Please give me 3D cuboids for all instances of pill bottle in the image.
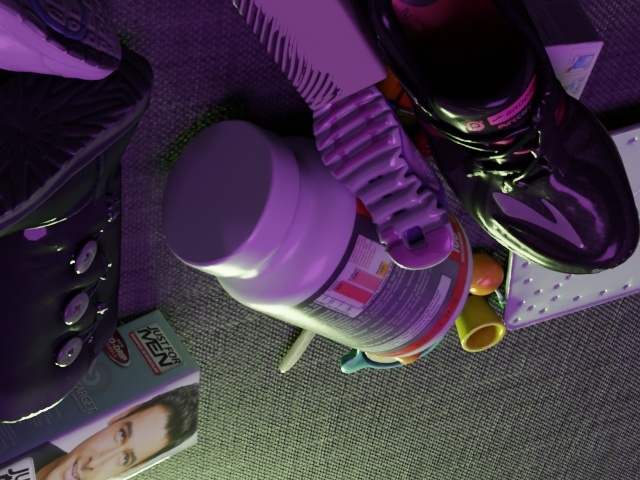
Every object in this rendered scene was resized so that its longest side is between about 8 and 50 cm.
[{"bbox_3d":[0.000,0.000,1.753,0.210,0.210,0.363,-40,142,22],"label":"pill bottle"}]

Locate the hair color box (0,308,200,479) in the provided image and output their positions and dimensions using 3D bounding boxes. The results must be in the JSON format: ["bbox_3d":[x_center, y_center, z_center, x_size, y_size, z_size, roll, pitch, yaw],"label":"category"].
[{"bbox_3d":[-0.341,0.252,1.901,0.374,0.113,0.185,-25,148,-23],"label":"hair color box"}]

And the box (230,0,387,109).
[{"bbox_3d":[-0.031,-0.256,1.487,0.094,0.113,0.275,-23,144,13],"label":"box"}]

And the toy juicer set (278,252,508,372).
[{"bbox_3d":[0.114,0.108,2.060,0.329,0.089,0.209,-11,143,-15],"label":"toy juicer set"}]

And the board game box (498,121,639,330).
[{"bbox_3d":[0.437,-0.052,2.065,0.390,0.050,0.390,-16,144,-9],"label":"board game box"}]

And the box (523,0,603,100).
[{"bbox_3d":[0.229,-0.187,1.721,0.103,0.114,0.203,-8,143,-20],"label":"box"}]

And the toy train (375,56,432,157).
[{"bbox_3d":[0.102,-0.211,1.645,0.143,0.105,0.248,10,135,-19],"label":"toy train"}]

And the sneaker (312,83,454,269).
[{"bbox_3d":[0.074,-0.086,1.646,0.095,0.104,0.236,-24,105,24],"label":"sneaker"}]

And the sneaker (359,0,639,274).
[{"bbox_3d":[0.170,-0.134,1.523,0.185,0.202,0.483,-32,113,16],"label":"sneaker"}]

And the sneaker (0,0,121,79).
[{"bbox_3d":[-0.325,-0.214,1.411,0.297,0.111,0.129,18,141,-36],"label":"sneaker"}]

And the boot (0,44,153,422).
[{"bbox_3d":[-0.343,0.037,1.579,0.367,0.146,0.445,-34,157,-37],"label":"boot"}]
